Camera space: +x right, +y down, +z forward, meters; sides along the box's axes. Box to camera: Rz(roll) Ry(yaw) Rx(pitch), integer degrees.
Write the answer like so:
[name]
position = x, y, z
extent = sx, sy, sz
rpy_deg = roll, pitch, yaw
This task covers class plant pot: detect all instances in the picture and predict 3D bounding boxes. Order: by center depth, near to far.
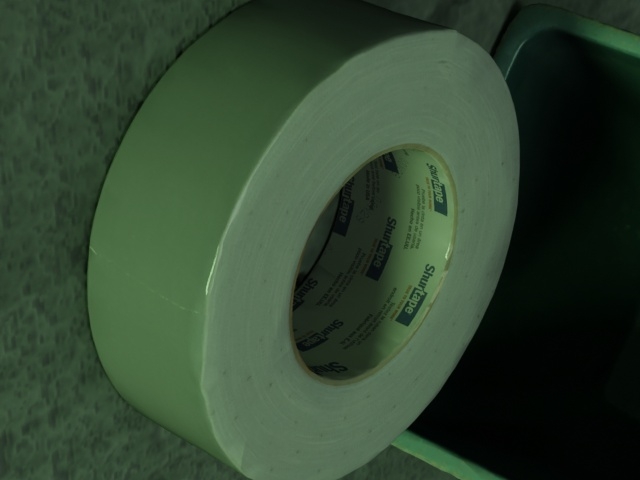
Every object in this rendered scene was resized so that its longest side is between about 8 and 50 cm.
[plant pot]
position = 0.211, 0.049, 0.837
extent = 0.252, 0.247, 0.247
rpy_deg = 22, 92, -60

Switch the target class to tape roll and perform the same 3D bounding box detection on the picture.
[tape roll]
position = 0.000, 0.000, 0.672
extent = 0.219, 0.072, 0.219
rpy_deg = -30, 132, -40
